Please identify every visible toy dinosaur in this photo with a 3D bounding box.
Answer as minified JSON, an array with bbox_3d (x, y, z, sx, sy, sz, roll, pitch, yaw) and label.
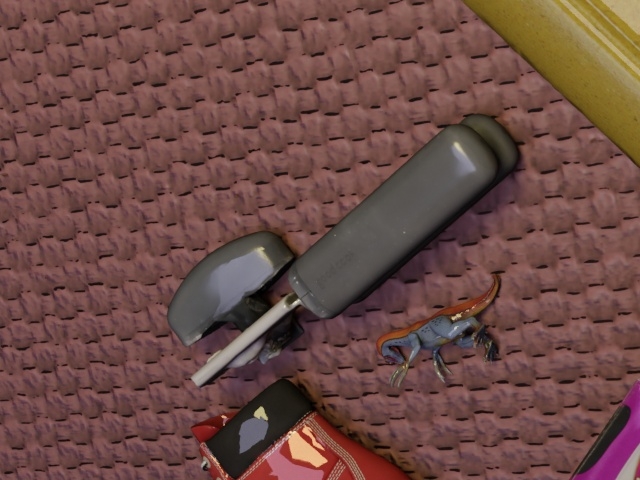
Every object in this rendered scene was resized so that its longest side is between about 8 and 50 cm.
[{"bbox_3d":[0.077,0.063,1.139,0.082,0.047,0.090,12,76,34],"label":"toy dinosaur"}]

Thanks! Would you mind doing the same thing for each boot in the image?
[{"bbox_3d":[-0.046,0.223,1.212,0.176,0.088,0.244,38,110,15],"label":"boot"}]

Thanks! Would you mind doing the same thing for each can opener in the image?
[{"bbox_3d":[0.000,0.000,1.129,0.283,0.076,0.095,-42,83,29],"label":"can opener"}]

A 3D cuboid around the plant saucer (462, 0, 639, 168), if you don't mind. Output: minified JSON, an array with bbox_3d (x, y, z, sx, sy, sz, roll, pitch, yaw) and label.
[{"bbox_3d":[0.265,-0.161,0.904,0.333,0.081,0.332,44,112,6],"label":"plant saucer"}]

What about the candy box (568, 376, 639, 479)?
[{"bbox_3d":[0.202,0.120,0.962,0.071,0.233,0.159,36,118,15],"label":"candy box"}]
